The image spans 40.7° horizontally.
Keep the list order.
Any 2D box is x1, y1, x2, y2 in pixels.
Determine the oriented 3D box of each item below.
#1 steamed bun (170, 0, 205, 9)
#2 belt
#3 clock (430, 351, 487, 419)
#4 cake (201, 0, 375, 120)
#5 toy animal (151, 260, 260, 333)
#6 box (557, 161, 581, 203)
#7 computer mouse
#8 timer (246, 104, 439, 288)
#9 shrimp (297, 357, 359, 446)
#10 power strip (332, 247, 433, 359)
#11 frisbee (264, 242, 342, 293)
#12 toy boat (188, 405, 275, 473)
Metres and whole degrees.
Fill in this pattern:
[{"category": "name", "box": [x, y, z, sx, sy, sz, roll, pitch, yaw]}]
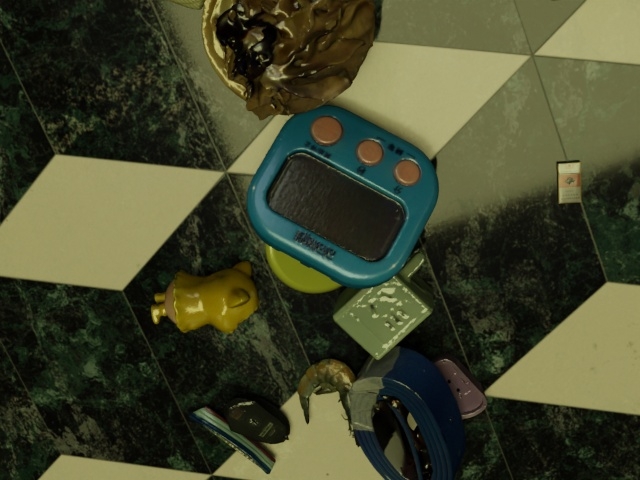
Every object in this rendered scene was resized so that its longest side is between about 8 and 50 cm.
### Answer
[{"category": "steamed bun", "box": [-0.259, -0.554, 1.597, 0.170, 0.238, 0.152, 21, 69, 2]}, {"category": "belt", "box": [0.189, 0.396, 1.858, 0.212, 0.117, 0.347, -7, 118, 32]}, {"category": "clock", "box": [0.285, 0.324, 1.892, 0.110, 0.050, 0.152, -40, 99, 17]}, {"category": "cake", "box": [-0.067, -0.381, 1.568, 0.332, 0.321, 0.332, 2, 109, 5]}, {"category": "toy animal", "box": [-0.249, 0.124, 1.846, 0.230, 0.156, 0.156, -13, 106, 9]}, {"category": "box", "box": [0.503, -0.117, 1.743, 0.046, 0.012, 0.083, -3, 109, 9]}, {"category": "computer mouse", "box": [-0.144, 0.407, 1.971, 0.172, 0.057, 0.099, 33, 107, -17]}, {"category": "timer", "box": [0.042, -0.085, 1.693, 0.340, 0.115, 0.309, 28, 77, 3]}, {"category": "shrimp", "box": [0.029, 0.371, 1.944, 0.150, 0.051, 0.217, -17, 97, 15]}, {"category": "power strip", "box": [0.152, 0.113, 1.794, 0.140, 0.139, 0.224, 44, 107, -7]}, {"category": "frisbee", "box": [0.000, 0.000, 1.792, 0.236, 0.017, 0.236, -4, 105, -16]}, {"category": "toy boat", "box": [-0.201, 0.458, 1.991, 0.229, 0.080, 0.046, 39, 74, -3]}]
